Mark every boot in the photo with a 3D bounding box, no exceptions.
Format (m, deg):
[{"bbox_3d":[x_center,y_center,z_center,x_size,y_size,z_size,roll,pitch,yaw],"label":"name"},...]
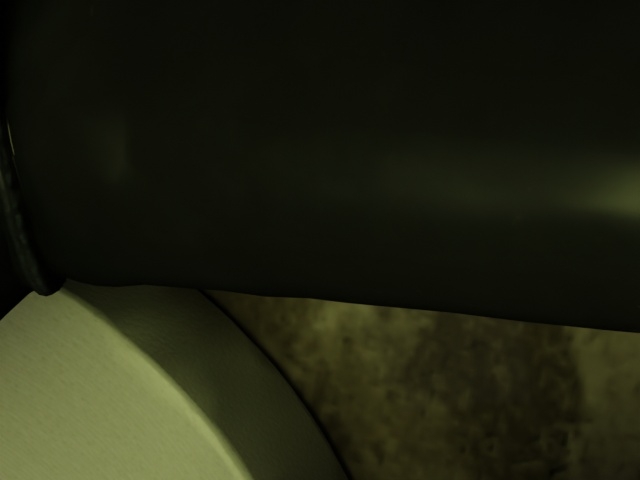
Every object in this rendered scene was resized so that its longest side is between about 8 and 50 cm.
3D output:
[{"bbox_3d":[0.001,-0.002,0.420,0.445,0.367,0.146,7,135,18],"label":"boot"}]

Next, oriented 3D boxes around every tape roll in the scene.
[{"bbox_3d":[-0.160,0.171,0.663,0.392,0.072,0.392,5,105,19],"label":"tape roll"}]
